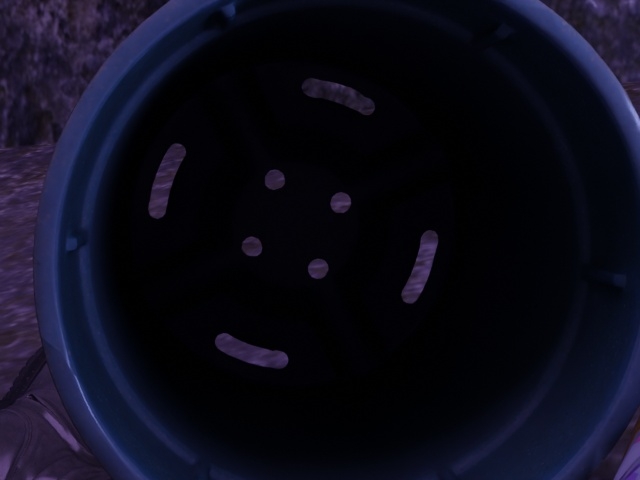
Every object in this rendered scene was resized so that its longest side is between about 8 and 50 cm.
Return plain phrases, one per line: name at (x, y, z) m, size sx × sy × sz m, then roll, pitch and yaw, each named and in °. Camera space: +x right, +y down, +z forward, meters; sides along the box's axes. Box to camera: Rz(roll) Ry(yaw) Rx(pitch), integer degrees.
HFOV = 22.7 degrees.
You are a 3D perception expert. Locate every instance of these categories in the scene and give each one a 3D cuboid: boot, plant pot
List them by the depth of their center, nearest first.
plant pot at (0.000, 0.000, 0.999) m, size 0.341 × 0.341 × 0.334 m, roll -9°, pitch 6°, yaw -6°
boot at (-0.139, 0.135, 1.040) m, size 0.161 × 0.083 × 0.246 m, roll 12°, pitch 21°, yaw 23°

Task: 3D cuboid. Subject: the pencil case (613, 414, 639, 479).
pencil case at (0.212, 0.119, 0.788) m, size 0.124 × 0.113 × 0.273 m, roll 32°, pitch 24°, yaw 10°
